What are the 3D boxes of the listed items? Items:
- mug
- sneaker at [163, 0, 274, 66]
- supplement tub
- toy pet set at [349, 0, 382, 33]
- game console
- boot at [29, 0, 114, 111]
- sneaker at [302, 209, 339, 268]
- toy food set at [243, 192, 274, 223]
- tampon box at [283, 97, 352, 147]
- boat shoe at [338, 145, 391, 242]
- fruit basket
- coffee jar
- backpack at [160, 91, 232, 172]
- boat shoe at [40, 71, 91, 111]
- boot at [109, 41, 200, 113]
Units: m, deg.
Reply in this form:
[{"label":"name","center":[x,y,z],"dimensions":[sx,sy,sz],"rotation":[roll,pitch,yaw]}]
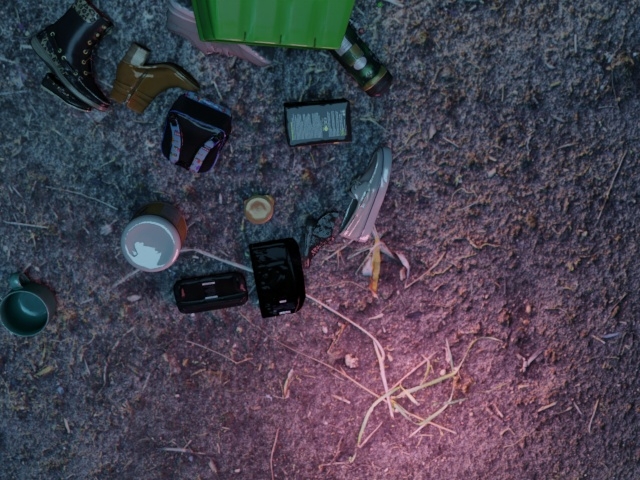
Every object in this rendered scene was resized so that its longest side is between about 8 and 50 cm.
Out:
[{"label":"mug","center":[-0.771,0.165,1.703],"dimensions":[0.129,0.097,0.158],"rotation":[21,104,-10]},{"label":"sneaker","center":[-0.245,-0.499,1.557],"dimensions":[0.281,0.105,0.115],"rotation":[26,139,-17]},{"label":"supplement tub","center":[-0.418,-0.016,1.622],"dimensions":[0.144,0.200,0.144],"rotation":[-2,107,-5]},{"label":"toy pet set","center":[0.097,-0.585,1.557],"dimensions":[0.114,0.065,0.122],"rotation":[32,102,-13]},{"label":"game console","center":[-0.225,0.119,1.765],"dimensions":[0.361,0.044,0.213],"rotation":[-9,106,-3]},{"label":"boot","center":[-0.554,-0.447,1.529],"dimensions":[0.178,0.085,0.236],"rotation":[-42,97,8]},{"label":"sneaker","center":[0.000,-0.001,1.740],"dimensions":[0.089,0.051,0.170],"rotation":[5,104,-2]},{"label":"toy food set","center":[-0.167,-0.085,1.715],"dimensions":[0.082,0.020,0.083],"rotation":[5,107,-6]},{"label":"tampon box","center":[-0.009,-0.297,1.610],"dimensions":[0.160,0.120,0.102],"rotation":[-5,107,-3]},{"label":"boat shoe","center":[0.114,-0.125,1.693],"dimensions":[0.088,0.096,0.268],"rotation":[12,114,-13]},{"label":"fruit basket","center":[-0.111,-0.618,1.413],"dimensions":[0.392,0.283,0.392],"rotation":[-6,107,-21]},{"label":"coffee jar","center":[0.099,-0.442,1.587],"dimensions":[0.079,0.096,0.184],"rotation":[-41,107,11]},{"label":"backpack","center":[-0.314,-0.260,1.599],"dimensions":[0.158,0.117,0.173],"rotation":[21,137,-10]},{"label":"boat shoe","center":[-0.622,-0.363,1.574],"dimensions":[0.133,0.049,0.042],"rotation":[33,110,-9]},{"label":"boot","center":[-0.411,-0.377,1.583],"dimensions":[0.197,0.073,0.152],"rotation":[29,107,-8]}]
